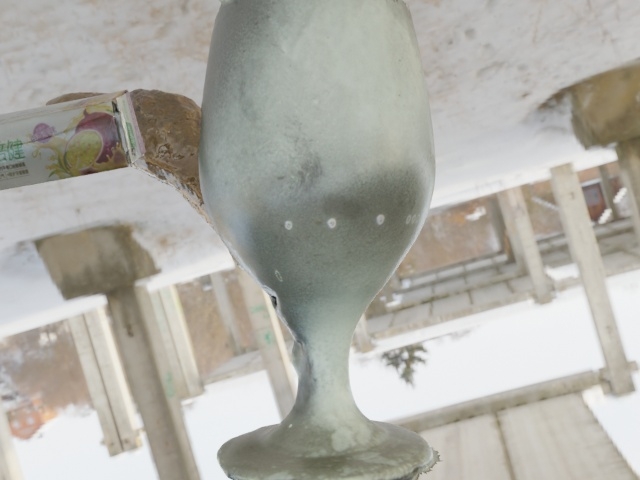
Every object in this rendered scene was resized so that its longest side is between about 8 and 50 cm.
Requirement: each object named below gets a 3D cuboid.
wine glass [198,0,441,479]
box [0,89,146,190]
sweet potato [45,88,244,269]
[{"bbox_3d":[0.000,0.000,0.435,0.126,0.241,0.126,0,-177,0],"label":"wine glass"},{"bbox_3d":[-0.230,-0.063,0.601,0.207,0.050,0.041,-9,-162,11],"label":"box"},{"bbox_3d":[-0.162,-0.100,0.909,0.114,0.341,0.092,-54,160,0],"label":"sweet potato"}]
